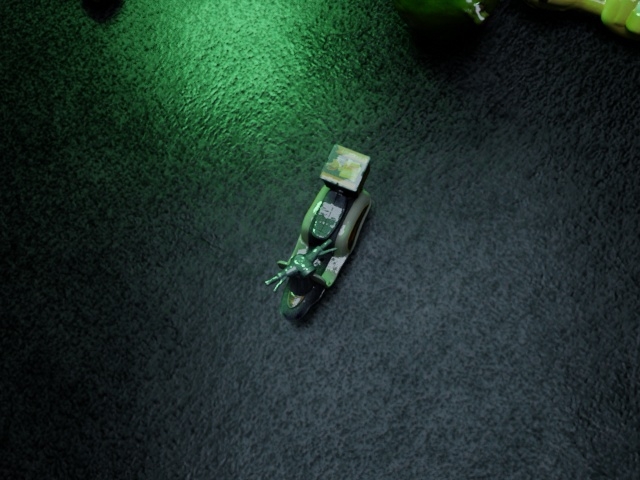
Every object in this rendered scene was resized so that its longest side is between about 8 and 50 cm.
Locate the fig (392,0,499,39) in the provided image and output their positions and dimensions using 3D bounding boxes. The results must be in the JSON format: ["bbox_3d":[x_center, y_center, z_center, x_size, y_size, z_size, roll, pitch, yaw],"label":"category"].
[{"bbox_3d":[0.213,-0.416,1.039,0.196,0.195,0.244,-16,32,2],"label":"fig"}]

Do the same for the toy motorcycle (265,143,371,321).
[{"bbox_3d":[0.000,0.000,0.999,0.091,0.157,0.263,22,78,13],"label":"toy motorcycle"}]

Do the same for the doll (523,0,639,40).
[{"bbox_3d":[0.463,-0.399,1.080,0.291,0.086,0.117,23,50,10],"label":"doll"}]
